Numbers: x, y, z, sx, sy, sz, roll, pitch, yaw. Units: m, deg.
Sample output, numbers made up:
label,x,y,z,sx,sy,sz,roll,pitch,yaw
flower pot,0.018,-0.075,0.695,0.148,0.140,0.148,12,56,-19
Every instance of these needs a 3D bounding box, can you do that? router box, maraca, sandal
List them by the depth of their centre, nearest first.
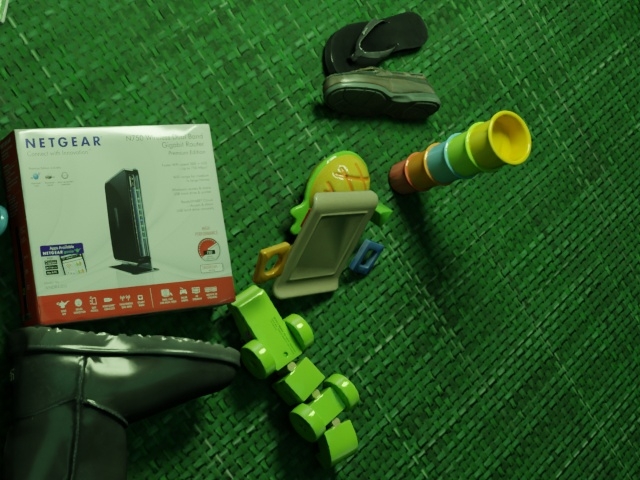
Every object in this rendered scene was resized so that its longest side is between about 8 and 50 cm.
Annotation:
label,x,y,z,sx,sy,sz,roll,pitch,yaw
router box,-0.319,-0.026,1.892,0.335,0.082,0.301,-6,83,-33
maraca,0.017,-0.073,2.107,0.186,0.099,0.127,-53,127,-9
sandal,0.107,-0.378,2.249,0.254,0.054,0.097,-30,97,-33

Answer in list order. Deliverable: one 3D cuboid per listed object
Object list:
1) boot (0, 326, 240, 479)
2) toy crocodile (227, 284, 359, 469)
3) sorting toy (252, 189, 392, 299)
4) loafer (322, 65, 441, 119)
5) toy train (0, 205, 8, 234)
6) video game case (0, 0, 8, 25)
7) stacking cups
label,x,y,z,sx,sy,sz,roll,pitch,yaw
boot,-0.300,0.369,1.782,0.367,0.146,0.445,6,74,-23
toy crocodile,-0.045,0.230,2.010,0.115,0.105,0.340,-39,97,-31
sorting toy,0.000,0.000,2.029,0.347,0.047,0.196,-6,125,-53
loafer,0.105,-0.282,2.219,0.267,0.096,0.084,4,61,-39
toy train,-0.544,0.040,1.736,0.143,0.105,0.248,21,69,-41
video game case,-0.568,-0.462,1.862,0.193,0.023,0.212,16,72,-28
stacking cups,0.229,-0.147,2.122,0.096,0.316,0.096,7,77,-34
